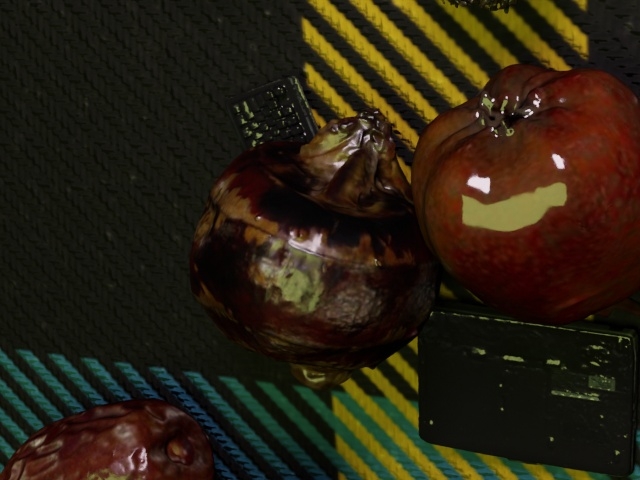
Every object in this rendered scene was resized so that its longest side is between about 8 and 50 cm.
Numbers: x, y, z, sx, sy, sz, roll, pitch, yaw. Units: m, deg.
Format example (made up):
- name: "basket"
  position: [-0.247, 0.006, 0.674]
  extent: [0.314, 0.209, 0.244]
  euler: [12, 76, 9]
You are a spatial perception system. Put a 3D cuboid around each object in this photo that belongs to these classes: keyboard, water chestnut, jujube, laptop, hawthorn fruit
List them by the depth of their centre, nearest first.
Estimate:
- name: "hawthorn fruit"
  position: [0.194, -0.017, 1.301]
  extent: [0.208, 0.208, 0.248]
  euler: [-17, 122, 31]
- name: "water chestnut"
  position: [0.000, 0.000, 1.367]
  extent: [0.223, 0.223, 0.238]
  euler: [25, 113, 16]
- name: "laptop"
  position: [0.185, 0.136, 1.458]
  extent: [0.207, 0.026, 0.154]
  euler: [8, 112, 23]
- name: "keyboard"
  position: [-0.012, -0.038, 1.490]
  extent: [0.093, 0.025, 0.230]
  euler: [-17, 101, 34]
- name: "jujube"
  position: [-0.226, 0.250, 1.619]
  extent: [0.243, 0.183, 0.183]
  euler: [-34, 92, 33]

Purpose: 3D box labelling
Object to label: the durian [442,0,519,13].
- name: "durian"
  position: [0.123, -0.232, 1.255]
  extent: [0.148, 0.188, 0.091]
  euler: [6, 68, 23]
